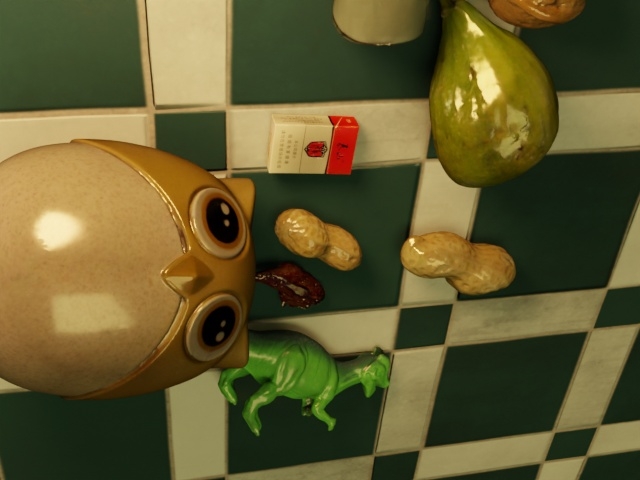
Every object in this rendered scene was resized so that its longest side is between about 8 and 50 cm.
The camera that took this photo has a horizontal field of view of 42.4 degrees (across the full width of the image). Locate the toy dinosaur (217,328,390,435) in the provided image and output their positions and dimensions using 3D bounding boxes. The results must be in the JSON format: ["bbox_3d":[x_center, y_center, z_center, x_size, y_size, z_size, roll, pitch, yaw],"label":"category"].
[{"bbox_3d":[-0.051,0.199,1.703,0.374,0.144,0.500,-24,121,-15],"label":"toy dinosaur"}]

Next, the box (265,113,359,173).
[{"bbox_3d":[-0.015,-0.169,1.454,0.152,0.048,0.100,1,128,-13],"label":"box"}]

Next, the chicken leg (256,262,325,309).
[{"bbox_3d":[-0.073,0.086,1.633,0.093,0.053,0.205,-41,126,19],"label":"chicken leg"}]

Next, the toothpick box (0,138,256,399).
[{"bbox_3d":[-0.310,0.046,1.306,0.425,0.409,0.409,3,127,-28],"label":"toothpick box"}]

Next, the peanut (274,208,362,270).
[{"bbox_3d":[0.000,0.002,1.564,0.192,0.089,0.089,21,119,-27],"label":"peanut"}]

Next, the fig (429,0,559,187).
[{"bbox_3d":[0.277,-0.239,1.362,0.233,0.233,0.314,-21,135,2],"label":"fig"}]

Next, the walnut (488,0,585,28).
[{"bbox_3d":[0.349,-0.407,1.309,0.166,0.149,0.166,-13,157,-5],"label":"walnut"}]

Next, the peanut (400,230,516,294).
[{"bbox_3d":[0.280,0.045,1.666,0.263,0.101,0.117,18,101,-26],"label":"peanut"}]

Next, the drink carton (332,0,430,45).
[{"bbox_3d":[0.102,-0.410,1.223,0.185,0.191,0.190,-10,139,-11],"label":"drink carton"}]
